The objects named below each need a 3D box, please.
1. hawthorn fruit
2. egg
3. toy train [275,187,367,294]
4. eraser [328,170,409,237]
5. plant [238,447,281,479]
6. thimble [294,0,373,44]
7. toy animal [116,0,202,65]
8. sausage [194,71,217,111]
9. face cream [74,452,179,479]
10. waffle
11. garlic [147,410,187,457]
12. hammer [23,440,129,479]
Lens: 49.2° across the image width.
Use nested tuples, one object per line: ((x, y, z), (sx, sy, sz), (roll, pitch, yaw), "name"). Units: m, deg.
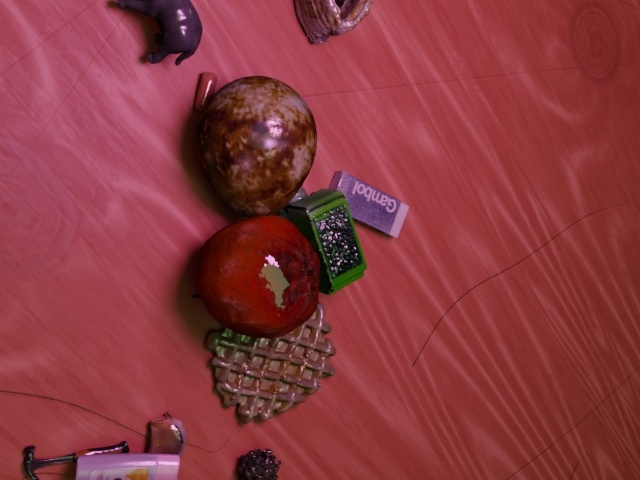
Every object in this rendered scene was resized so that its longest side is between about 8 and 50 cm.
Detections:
((-0.151, 0.086, 1.405), (0.254, 0.300, 0.254), (43, 37, -46), "hawthorn fruit")
((-0.128, -0.182, 1.396), (0.238, 0.238, 0.290), (-3, 113, -31), "egg")
((0.000, 0.000, 1.526), (0.132, 0.188, 0.243), (-27, 111, -24), "toy train")
((0.109, -0.083, 1.662), (0.212, 0.046, 0.092), (24, 84, -32), "eraser")
((-0.139, 0.535, 1.575), (0.094, 0.092, 0.143), (-4, 107, -23), "plant")
((0.027, -0.522, 1.495), (0.137, 0.143, 0.191), (12, 91, -32), "thimble")
((-0.305, -0.457, 1.298), (0.082, 0.137, 0.270), (-53, 134, -50), "toy animal")
((-0.234, -0.304, 1.431), (0.034, 0.034, 0.083), (12, 91, -32), "sausage")
((-0.383, 0.462, 1.386), (0.198, 0.057, 0.084), (7, 107, -19), "face cream")
((-0.102, 0.251, 1.576), (0.309, 0.056, 0.292), (-25, 109, -25), "waffle")
((-0.325, 0.436, 1.469), (0.084, 0.066, 0.152), (9, 91, -4), "garlic")
((-0.483, 0.434, 1.392), (0.201, 0.021, 0.078), (-1, 98, -30), "hammer")
